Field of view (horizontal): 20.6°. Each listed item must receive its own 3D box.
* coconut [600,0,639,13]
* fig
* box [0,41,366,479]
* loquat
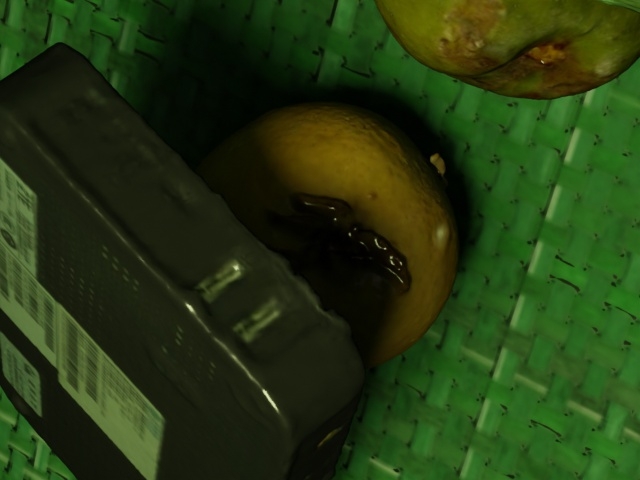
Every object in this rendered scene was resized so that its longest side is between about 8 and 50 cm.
[{"bbox_3d":[0.136,-0.236,0.593,0.281,0.328,0.328,-28,90,14],"label":"coconut"},{"bbox_3d":[0.075,-0.147,0.798,0.185,0.133,0.127,-112,25,-44],"label":"fig"},{"bbox_3d":[-0.084,0.067,0.869,0.211,0.058,0.350,47,156,16],"label":"box"},{"bbox_3d":[0.000,0.000,0.865,0.141,0.141,0.141,10,110,29],"label":"loquat"}]
